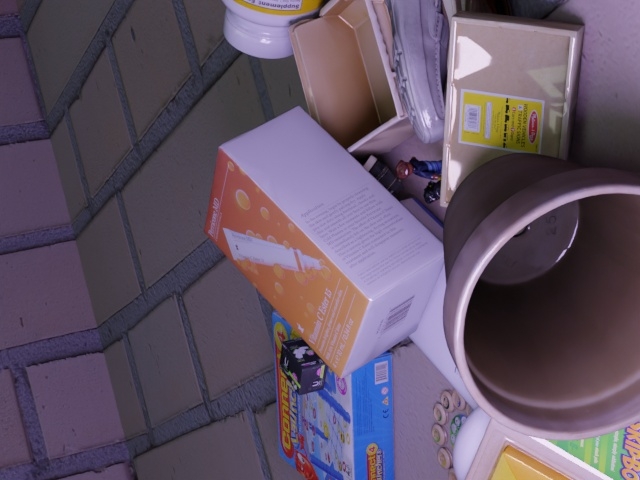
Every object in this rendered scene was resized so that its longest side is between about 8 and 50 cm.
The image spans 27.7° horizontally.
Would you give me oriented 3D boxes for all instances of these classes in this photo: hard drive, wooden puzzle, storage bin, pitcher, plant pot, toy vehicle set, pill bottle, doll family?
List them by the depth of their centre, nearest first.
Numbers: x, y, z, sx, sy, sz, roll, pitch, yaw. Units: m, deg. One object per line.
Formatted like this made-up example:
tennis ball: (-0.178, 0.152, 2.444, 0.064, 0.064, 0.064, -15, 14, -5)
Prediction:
plant pot: (0.274, 0.032, 1.551, 0.280, 0.323, 0.323, -118, 27, -63)
toy vehicle set: (0.245, -0.157, 1.688, 0.166, 0.035, 0.266, 12, 117, 23)
wooden puzzle: (0.295, 0.364, 1.749, 0.221, 0.044, 0.238, 29, 124, 17)
pitcher: (0.278, 0.288, 1.823, 0.178, 0.125, 0.207, 25, 132, 22)
doll family: (0.186, -0.080, 1.853, 0.193, 0.111, 0.076, 21, 119, 60)
hard drive: (0.200, 0.105, 1.979, 0.318, 0.040, 0.210, 49, 141, 45)
storage bin: (0.077, -0.276, 1.982, 0.262, 0.123, 0.260, -30, 73, 63)
pill bottle: (-0.069, -0.474, 2.123, 0.188, 0.188, 0.334, 57, 147, 38)

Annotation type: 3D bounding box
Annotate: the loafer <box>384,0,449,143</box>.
loafer: (0.153, -0.293, 1.802, 0.112, 0.111, 0.319, 88, 175, -79)

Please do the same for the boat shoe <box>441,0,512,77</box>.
boat shoe: (0.224, -0.259, 1.734, 0.095, 0.095, 0.257, -10, 93, 54)

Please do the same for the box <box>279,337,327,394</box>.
box: (-0.030, 0.220, 2.277, 0.083, 0.052, 0.062, 51, 143, 46)

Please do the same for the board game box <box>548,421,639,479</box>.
board game box: (0.339, 0.225, 1.643, 0.259, 0.039, 0.124, 32, 134, 19)

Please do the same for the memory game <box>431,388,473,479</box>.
memory game: (0.227, 0.324, 2.046, 0.186, 0.012, 0.186, 33, 129, 55)

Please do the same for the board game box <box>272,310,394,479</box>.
board game box: (0.022, 0.306, 2.366, 0.302, 0.086, 0.308, 27, 124, 58)

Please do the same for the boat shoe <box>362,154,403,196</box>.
boat shoe: (0.077, -0.054, 2.119, 0.079, 0.084, 0.233, 29, 155, 2)

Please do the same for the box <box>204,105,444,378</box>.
box: (0.000, 0.000, 1.985, 0.345, 0.168, 0.215, 46, 146, 23)
